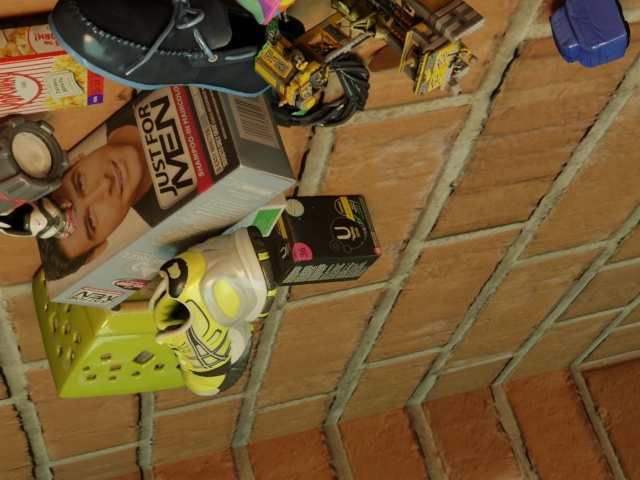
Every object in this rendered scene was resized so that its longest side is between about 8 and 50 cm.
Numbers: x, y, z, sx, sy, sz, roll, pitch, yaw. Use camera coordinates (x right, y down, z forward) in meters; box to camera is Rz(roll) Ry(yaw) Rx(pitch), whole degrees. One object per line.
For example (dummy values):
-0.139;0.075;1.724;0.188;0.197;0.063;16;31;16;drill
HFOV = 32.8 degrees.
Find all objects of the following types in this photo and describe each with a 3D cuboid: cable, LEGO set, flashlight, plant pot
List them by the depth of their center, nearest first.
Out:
0.073;-0.253;1.182;0.255;0.192;0.331;-33;157;-32;LEGO set
-0.455;-0.062;1.399;0.304;0.103;0.103;-20;-163;36;flashlight
-0.005;-0.210;1.503;0.184;0.047;0.150;10;139;-42;cable
-0.311;0.099;1.738;0.228;0.227;0.207;-2;145;-32;plant pot

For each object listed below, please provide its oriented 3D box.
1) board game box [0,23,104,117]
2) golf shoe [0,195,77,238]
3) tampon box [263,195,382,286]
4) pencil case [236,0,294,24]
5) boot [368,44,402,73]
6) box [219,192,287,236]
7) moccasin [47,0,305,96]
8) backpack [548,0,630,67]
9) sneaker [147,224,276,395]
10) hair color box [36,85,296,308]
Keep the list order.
-0.351;-0.194;1.262;0.193;0.045;0.147;-11;165;-14;board game box
-0.415;-0.041;1.471;0.186;0.067;0.086;7;-174;41;golf shoe
0.000;0.000;1.848;0.161;0.120;0.101;-3;153;-29;tampon box
-0.107;-0.305;0.997;0.104;0.236;0.104;-48;-174;7;pencil case
0.133;-0.248;1.508;0.118;0.042;0.087;-24;158;14;boot
-0.114;-0.069;1.648;0.087;0.102;0.101;-4;154;-23;box
-0.153;-0.250;1.237;0.117;0.137;0.342;-39;163;31;moccasin
0.374;-0.295;1.512;0.101;0.098;0.120;-15;170;16;backpack
-0.173;0.104;1.529;0.147;0.145;0.384;-9;149;-20;sneaker
-0.225;-0.074;1.457;0.374;0.185;0.113;-33;153;30;hair color box
